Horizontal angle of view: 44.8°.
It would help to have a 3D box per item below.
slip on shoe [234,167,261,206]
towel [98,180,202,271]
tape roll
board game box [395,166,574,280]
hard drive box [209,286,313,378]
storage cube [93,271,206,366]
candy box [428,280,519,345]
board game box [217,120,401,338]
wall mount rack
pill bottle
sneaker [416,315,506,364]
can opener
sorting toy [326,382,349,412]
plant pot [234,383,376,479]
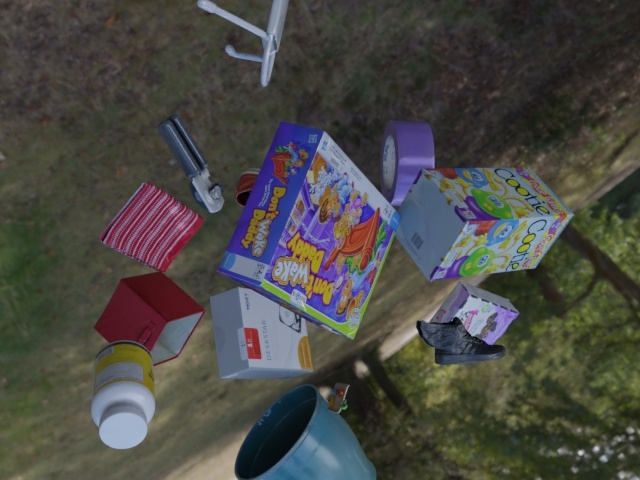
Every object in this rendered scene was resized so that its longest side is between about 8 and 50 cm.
[{"bbox_3d":[-0.076,-0.103,2.004,0.101,0.331,0.123,-62,154,-31],"label":"slip on shoe"},{"bbox_3d":[-0.439,-0.029,2.054,0.199,0.031,0.275,-51,150,0],"label":"towel"},{"bbox_3d":[0.189,-0.169,1.715,0.080,0.189,0.189,2,159,-7],"label":"tape roll"},{"bbox_3d":[0.289,-0.035,1.392,0.275,0.144,0.142,-4,136,-36],"label":"board game box"},{"bbox_3d":[-0.129,0.211,1.724,0.089,0.181,0.232,-20,161,31],"label":"hard drive box"},{"bbox_3d":[-0.479,0.223,2.188,0.184,0.193,0.215,-57,163,18],"label":"storage cube"},{"bbox_3d":[0.418,0.216,2.131,0.196,0.070,0.165,20,115,-31],"label":"candy box"},{"bbox_3d":[0.000,0.000,1.208,0.347,0.078,0.233,38,72,-60],"label":"board game box"},{"bbox_3d":[-0.130,-0.488,1.485,0.304,0.130,0.350,90,11,-86],"label":"wall mount rack"},{"bbox_3d":[-0.328,0.256,1.293,0.103,0.103,0.184,-38,-150,8],"label":"pill bottle"},{"bbox_3d":[0.266,0.184,1.456,0.170,0.089,0.051,-5,180,-12],"label":"sneaker"},{"bbox_3d":[-0.340,-0.190,2.020,0.093,0.280,0.074,-13,-155,32],"label":"can opener"},{"bbox_3d":[0.038,0.315,1.554,0.083,0.012,0.062,-11,-127,66],"label":"sorting toy"},{"bbox_3d":[-0.018,0.524,1.818,0.271,0.255,0.272,-41,-164,14],"label":"plant pot"}]
